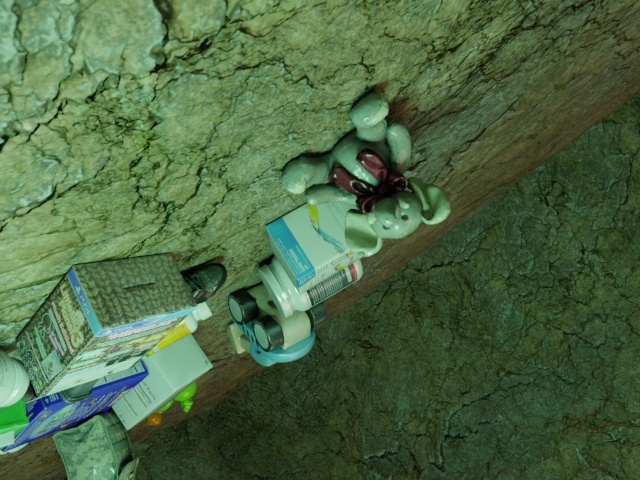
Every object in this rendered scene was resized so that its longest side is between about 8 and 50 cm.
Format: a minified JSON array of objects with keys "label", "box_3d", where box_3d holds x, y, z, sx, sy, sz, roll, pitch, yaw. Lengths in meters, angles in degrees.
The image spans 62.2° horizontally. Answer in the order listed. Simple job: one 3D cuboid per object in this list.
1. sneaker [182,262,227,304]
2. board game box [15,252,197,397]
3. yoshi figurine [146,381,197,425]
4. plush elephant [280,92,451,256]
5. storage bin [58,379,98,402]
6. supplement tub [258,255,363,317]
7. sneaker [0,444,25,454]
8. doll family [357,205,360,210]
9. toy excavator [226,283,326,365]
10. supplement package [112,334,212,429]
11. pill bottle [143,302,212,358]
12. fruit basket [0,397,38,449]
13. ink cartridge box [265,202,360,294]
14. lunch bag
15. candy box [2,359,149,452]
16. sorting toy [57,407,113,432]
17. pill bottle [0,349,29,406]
[{"label":"sneaker","box_3d":[-0.328,0.119,1.275,0.227,0.087,0.130,-23,174,-13]},{"label":"board game box","box_3d":[-0.450,0.174,1.116,0.291,0.141,0.232,-41,163,29]},{"label":"yoshi figurine","box_3d":[-0.586,0.577,2.022,0.362,0.203,0.203,-42,156,22]},{"label":"plush elephant","box_3d":[0.121,-0.106,1.149,0.272,0.255,0.330,-37,164,16]},{"label":"storage bin","box_3d":[-0.593,0.311,1.301,0.091,0.135,0.098,-46,162,11]},{"label":"supplement tub","box_3d":[-0.028,0.092,1.593,0.272,0.191,0.191,-29,164,-13]},{"label":"sneaker","box_3d":[-0.898,0.539,1.471,0.121,0.099,0.262,-47,160,31]},{"label":"doll family","box_3d":[0.156,-0.086,1.642,0.193,0.076,0.111,-27,169,-1]},{"label":"toy excavator","box_3d":[-0.199,0.320,1.844,0.222,0.433,0.445,-22,134,-33]},{"label":"supplement package","box_3d":[-0.517,0.424,1.665,0.293,0.175,0.177,-41,171,29]},{"label":"pill bottle","box_3d":[-0.393,0.206,1.375,0.208,0.117,0.117,-29,164,-14]},{"label":"fruit basket","box_3d":[-0.831,0.431,1.137,0.353,0.165,0.327,-31,165,9]},{"label":"ink cartridge box","box_3d":[0.000,0.000,1.404,0.233,0.168,0.171,-30,164,-10]},{"label":"lunch bag","box_3d":[-0.658,0.681,1.612,0.169,0.287,0.235,-22,169,-11]},{"label":"candy box","box_3d":[-0.687,0.424,1.468,0.268,0.122,0.317,-41,162,27]},{"label":"sorting toy","box_3d":[-0.790,0.586,1.831,0.257,0.089,0.255,-37,164,19]},{"label":"pill bottle","box_3d":[-0.659,0.261,0.997,0.131,0.131,0.229,-30,164,-7]}]
